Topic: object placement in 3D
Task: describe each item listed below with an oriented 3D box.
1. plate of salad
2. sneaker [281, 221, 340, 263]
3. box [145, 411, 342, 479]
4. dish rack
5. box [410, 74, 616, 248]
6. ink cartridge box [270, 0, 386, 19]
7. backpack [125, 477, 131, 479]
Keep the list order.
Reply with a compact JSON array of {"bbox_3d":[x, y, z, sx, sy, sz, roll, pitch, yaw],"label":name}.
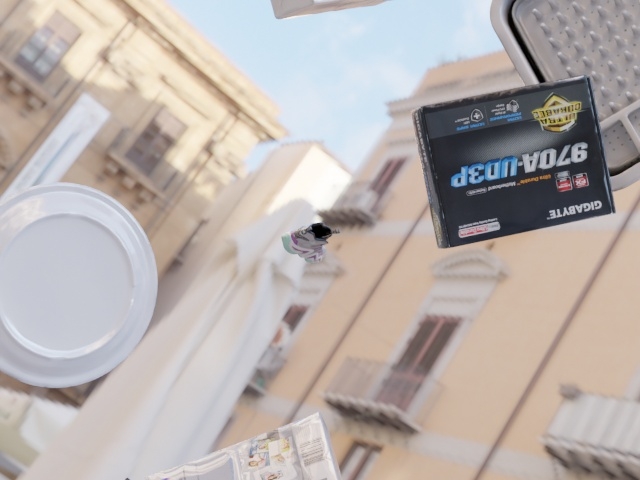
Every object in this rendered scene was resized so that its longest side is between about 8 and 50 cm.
[{"bbox_3d":[-0.255,0.043,1.172,0.200,0.200,0.048,42,-20,-24],"label":"plate of salad"},{"bbox_3d":[0.000,0.000,1.613,0.069,0.038,0.098,-25,-19,24],"label":"sneaker"},{"bbox_3d":[-0.068,0.255,1.138,0.145,0.186,0.038,-109,178,-51],"label":"box"},{"bbox_3d":[0.402,-0.250,1.537,0.072,0.285,0.332,16,45,-61],"label":"dish rack"},{"bbox_3d":[0.233,-0.096,1.457,0.051,0.220,0.175,-178,-103,-81],"label":"box"},{"bbox_3d":[0.028,-0.310,1.288,0.067,0.198,0.115,-12,-85,47],"label":"ink cartridge box"},{"bbox_3d":[-0.141,0.245,1.000,0.120,0.098,0.101,-11,-2,19],"label":"backpack"}]
